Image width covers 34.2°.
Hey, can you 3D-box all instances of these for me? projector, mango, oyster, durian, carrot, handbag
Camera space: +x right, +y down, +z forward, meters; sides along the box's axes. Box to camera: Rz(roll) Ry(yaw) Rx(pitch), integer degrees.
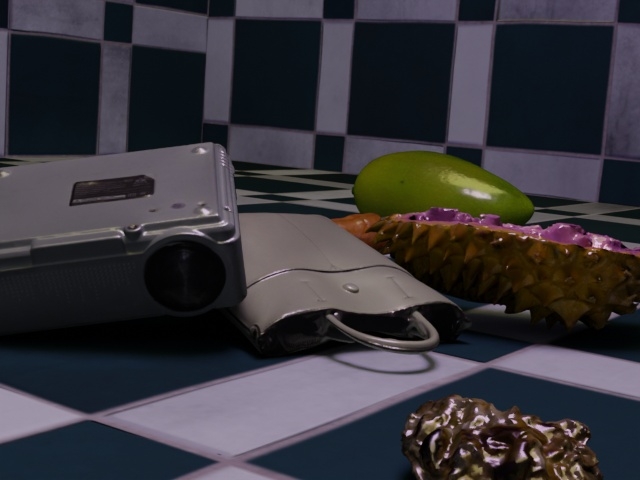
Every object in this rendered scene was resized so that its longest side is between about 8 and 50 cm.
[{"bbox_3d":[-0.204,-0.008,0.986,0.256,0.099,0.192,-7,31,-4],"label":"projector"},{"bbox_3d":[0.215,-0.072,1.821,0.343,0.156,0.192,15,21,39],"label":"mango"},{"bbox_3d":[0.113,0.135,0.616,0.105,0.056,0.177,-7,16,-22],"label":"oyster"},{"bbox_3d":[0.212,0.036,1.126,0.341,0.112,0.191,10,11,5],"label":"durian"},{"bbox_3d":[0.000,0.000,1.500,0.205,0.072,0.072,-5,11,-35],"label":"carrot"},{"bbox_3d":[0.007,0.068,1.047,0.241,0.109,0.315,-2,23,-31],"label":"handbag"}]
